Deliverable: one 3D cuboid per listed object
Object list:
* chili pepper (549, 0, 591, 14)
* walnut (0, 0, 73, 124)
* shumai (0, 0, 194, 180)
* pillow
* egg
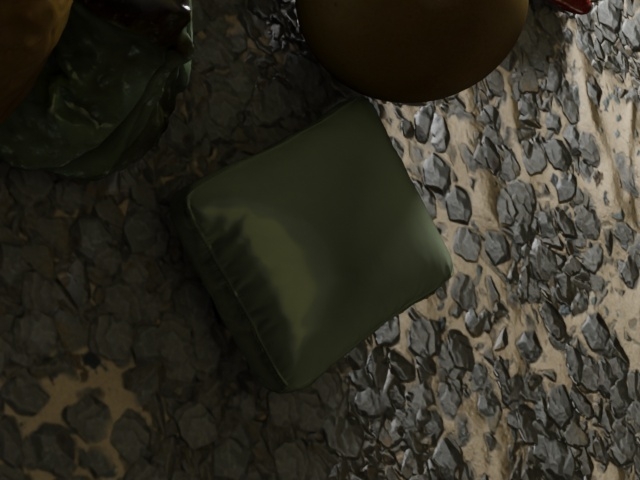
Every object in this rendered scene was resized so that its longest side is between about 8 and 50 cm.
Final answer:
[{"bbox_3d":[0.324,-0.358,2.234,0.169,0.065,0.088,25,62,-38],"label":"chili pepper"},{"bbox_3d":[-0.407,-0.230,1.357,0.398,0.308,0.354,-26,59,-34],"label":"walnut"},{"bbox_3d":[-0.196,-0.233,1.593,0.304,0.263,0.309,-12,85,-41],"label":"shumai"},{"bbox_3d":[0.000,0.000,1.792,0.322,0.120,0.255,-33,98,-40],"label":"pillow"},{"bbox_3d":[0.114,-0.287,1.895,0.322,0.250,0.250,-5,80,-52],"label":"egg"}]
